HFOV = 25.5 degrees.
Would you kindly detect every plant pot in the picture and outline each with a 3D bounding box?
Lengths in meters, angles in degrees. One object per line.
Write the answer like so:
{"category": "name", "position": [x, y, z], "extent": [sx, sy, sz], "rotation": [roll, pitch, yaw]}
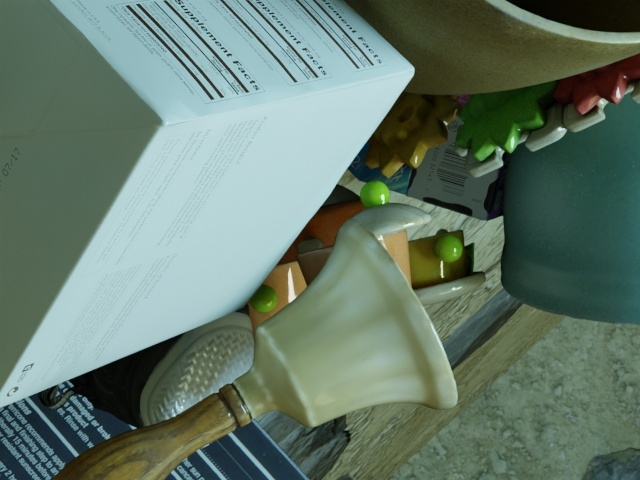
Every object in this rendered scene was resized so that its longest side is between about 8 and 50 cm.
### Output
{"category": "plant pot", "position": [0.265, -0.078, 0.991], "extent": [0.293, 0.293, 0.196], "rotation": [-23, 111, -50]}
{"category": "plant pot", "position": [0.094, -0.179, 0.791], "extent": [0.237, 0.237, 0.254], "rotation": [-38, 180, -20]}

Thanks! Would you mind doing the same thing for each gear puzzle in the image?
{"category": "gear puzzle", "position": [0.148, -0.135, 0.910], "extent": [0.339, 0.044, 0.175], "rotation": [-25, -142, 40]}

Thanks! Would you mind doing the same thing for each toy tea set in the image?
{"category": "toy tea set", "position": [0.000, 0.000, 1.048], "extent": [0.200, 0.124, 0.336], "rotation": [-13, 180, -30]}

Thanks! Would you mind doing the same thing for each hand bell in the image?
{"category": "hand bell", "position": [-0.056, 0.099, 0.806], "extent": [0.242, 0.126, 0.126], "rotation": [-29, 161, -10]}

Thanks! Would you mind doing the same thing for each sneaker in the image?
{"category": "sneaker", "position": [-0.107, -0.007, 0.914], "extent": [0.101, 0.153, 0.268], "rotation": [36, 64, -58]}

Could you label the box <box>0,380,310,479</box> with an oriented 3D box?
{"category": "box", "position": [-0.168, 0.243, 1.023], "extent": [0.294, 0.296, 0.183], "rotation": [-34, 160, -29]}

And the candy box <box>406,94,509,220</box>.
{"category": "candy box", "position": [0.147, -0.124, 1.111], "extent": [0.165, 0.070, 0.196], "rotation": [-15, 121, -66]}

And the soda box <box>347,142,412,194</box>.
{"category": "soda box", "position": [0.063, -0.085, 1.160], "extent": [0.067, 0.071, 0.210], "rotation": [-47, 163, 12]}

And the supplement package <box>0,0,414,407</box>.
{"category": "supplement package", "position": [-0.101, -0.053, 0.714], "extent": [0.203, 0.149, 0.194], "rotation": [-21, 153, -53]}
